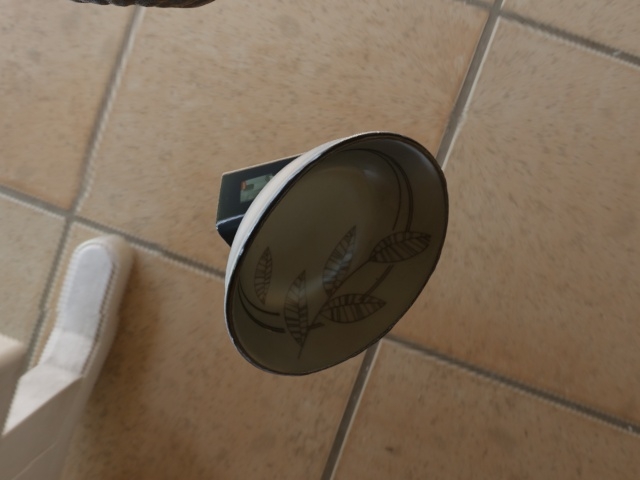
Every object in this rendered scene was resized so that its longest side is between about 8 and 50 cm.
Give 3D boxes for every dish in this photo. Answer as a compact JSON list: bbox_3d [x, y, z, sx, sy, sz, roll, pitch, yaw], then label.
[{"bbox_3d":[0.000,0.000,1.319,0.106,0.316,0.316,41,102,41],"label":"dish"}]

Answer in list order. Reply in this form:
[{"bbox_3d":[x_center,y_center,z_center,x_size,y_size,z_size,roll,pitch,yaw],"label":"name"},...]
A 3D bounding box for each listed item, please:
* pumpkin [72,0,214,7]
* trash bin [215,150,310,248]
[{"bbox_3d":[-0.244,-0.431,1.445,0.363,0.363,0.266,3,108,6],"label":"pumpkin"},{"bbox_3d":[0.005,-0.032,1.481,0.225,0.115,0.165,-16,134,21],"label":"trash bin"}]
